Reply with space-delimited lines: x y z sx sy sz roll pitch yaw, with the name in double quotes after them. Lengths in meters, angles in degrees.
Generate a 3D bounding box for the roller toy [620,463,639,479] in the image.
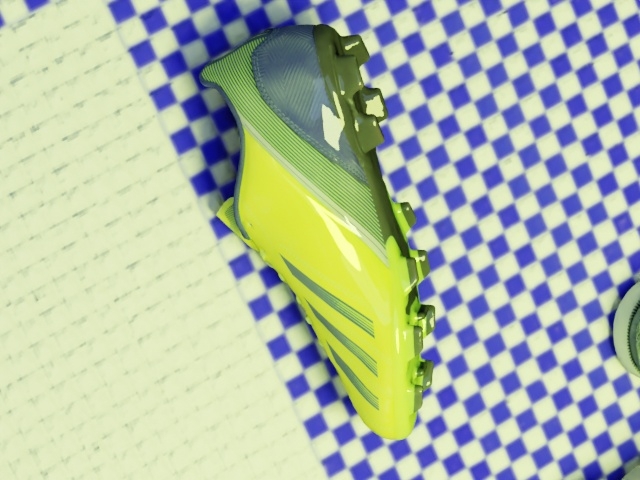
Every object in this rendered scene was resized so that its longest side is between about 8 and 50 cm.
0.295 0.249 1.391 0.209 0.146 0.191 -20 106 -18 "roller toy"

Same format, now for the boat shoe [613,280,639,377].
0.371 0.047 1.413 0.319 0.099 0.116 -13 103 -20 "boat shoe"

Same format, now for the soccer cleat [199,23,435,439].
0.000 -0.001 1.278 0.121 0.093 0.289 -11 110 11 "soccer cleat"
